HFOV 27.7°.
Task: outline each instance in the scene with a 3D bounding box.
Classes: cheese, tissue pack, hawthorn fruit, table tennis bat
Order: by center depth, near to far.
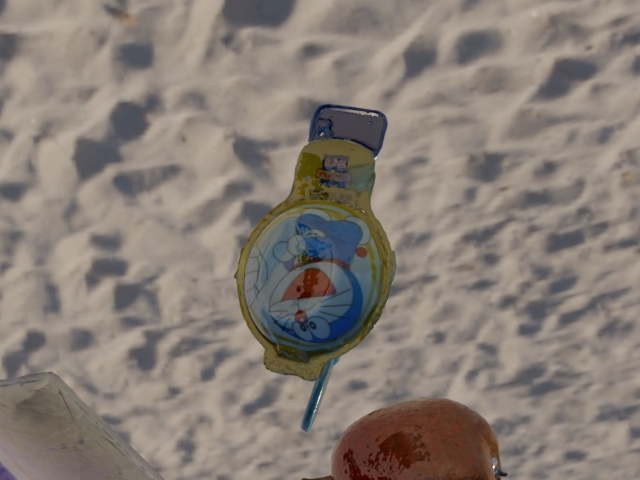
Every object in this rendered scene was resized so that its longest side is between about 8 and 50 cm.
[{"bbox_3d":[0.000,0.000,1.262,0.177,0.270,0.069,10,173,31],"label":"cheese"},{"bbox_3d":[-0.299,0.337,1.263,0.160,0.242,0.338,-3,124,-51],"label":"tissue pack"},{"bbox_3d":[0.084,0.262,1.375,0.225,0.196,0.196,1,158,13],"label":"hawthorn fruit"},{"bbox_3d":[0.007,0.171,1.750,0.033,0.124,0.201,19,124,2],"label":"table tennis bat"}]
